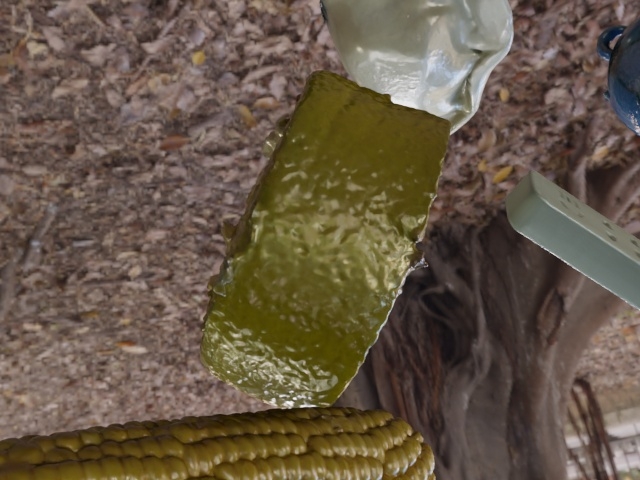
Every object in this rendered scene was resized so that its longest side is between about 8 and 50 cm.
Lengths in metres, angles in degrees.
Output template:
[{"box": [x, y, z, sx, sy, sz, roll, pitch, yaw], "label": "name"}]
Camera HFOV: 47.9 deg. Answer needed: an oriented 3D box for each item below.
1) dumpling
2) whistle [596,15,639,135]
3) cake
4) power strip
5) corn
[{"box": [0.129, -0.274, 0.910, 0.243, 0.187, 0.318, -11, 141, 37], "label": "dumpling"}, {"box": [0.215, -0.084, 0.393, 0.090, 0.158, 0.090, -21, 133, -24], "label": "whistle"}, {"box": [0.000, 0.000, 0.572, 0.156, 0.260, 0.179, 20, 160, 2], "label": "cake"}, {"box": [0.414, 0.041, 0.947, 0.385, 0.091, 0.062, 31, 120, -8], "label": "power strip"}, {"box": [-0.058, 0.140, 0.372, 0.310, 0.101, 0.101, 6, 152, -38], "label": "corn"}]
